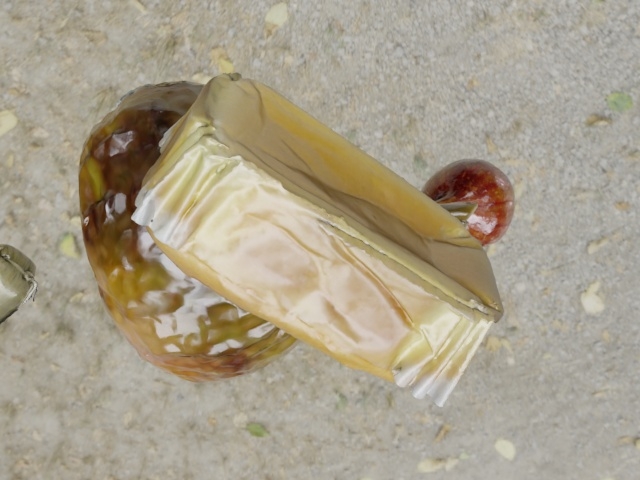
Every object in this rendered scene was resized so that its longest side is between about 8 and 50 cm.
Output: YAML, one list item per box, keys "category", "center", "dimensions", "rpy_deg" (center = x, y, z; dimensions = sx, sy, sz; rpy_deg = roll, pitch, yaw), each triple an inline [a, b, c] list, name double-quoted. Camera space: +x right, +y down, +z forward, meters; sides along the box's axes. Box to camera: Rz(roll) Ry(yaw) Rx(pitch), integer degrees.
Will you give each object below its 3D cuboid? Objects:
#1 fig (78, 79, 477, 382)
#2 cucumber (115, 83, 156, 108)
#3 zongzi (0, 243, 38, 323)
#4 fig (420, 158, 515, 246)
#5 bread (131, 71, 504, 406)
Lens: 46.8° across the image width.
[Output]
- category: "fig"
  center: [-0.030, -0.025, 0.712]
  dimensions: [0.369, 0.286, 0.286]
  rpy_deg: [-9, 124, -12]
- category: "cucumber"
  center: [-0.332, -0.256, 1.378]
  dimensions: [0.064, 0.112, 0.064]
  rpy_deg: [9, 122, 15]
- category: "zongzi"
  center: [-0.470, 0.055, 1.028]
  dimensions: [0.194, 0.197, 0.099]
  rpy_deg: [-33, 116, 12]
- category: "fig"
  center: [0.241, -0.060, 1.276]
  dimensions: [0.175, 0.207, 0.175]
  rpy_deg: [0, 90, 27]
- category: "bread"
  center: [0.000, 0.000, 0.497]
  dimensions: [0.241, 0.136, 0.107]
  rpy_deg: [31, 116, -18]
